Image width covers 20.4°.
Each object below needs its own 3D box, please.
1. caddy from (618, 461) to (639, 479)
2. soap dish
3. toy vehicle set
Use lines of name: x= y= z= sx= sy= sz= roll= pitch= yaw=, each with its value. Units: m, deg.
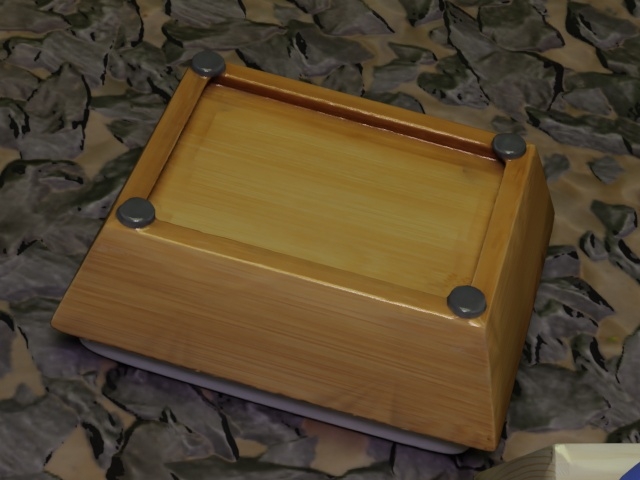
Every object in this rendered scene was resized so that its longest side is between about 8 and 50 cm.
caddy: x=0.288 y=0.216 z=0.868 sx=0.341 sy=0.241 sz=0.179 roll=1 pitch=12 yaw=-10
soap dish: x=0.000 y=0.000 z=1.157 sx=0.290 sy=0.118 sz=0.229 roll=15 pitch=43 yaw=7
toy vehicle set: x=0.237 y=0.143 z=1.022 sx=0.266 sy=0.166 sz=0.035 roll=1 pitch=77 yaw=-9
